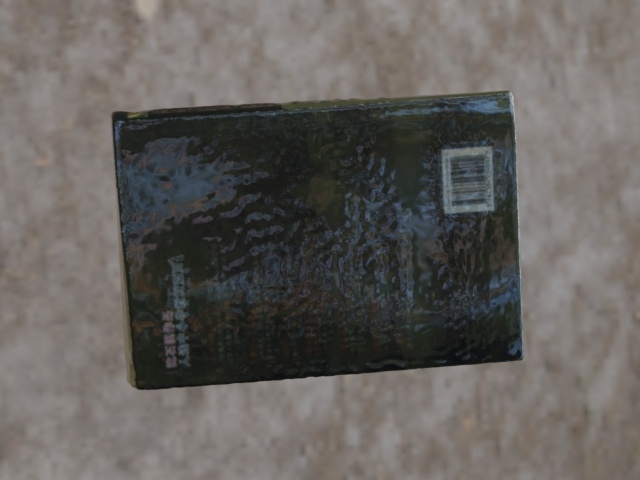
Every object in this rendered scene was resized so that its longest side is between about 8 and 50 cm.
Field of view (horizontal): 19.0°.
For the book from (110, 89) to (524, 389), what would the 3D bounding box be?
[{"bbox_3d":[0.000,0.000,1.080,0.024,0.228,0.160,-127,-146,-77],"label":"book"}]
